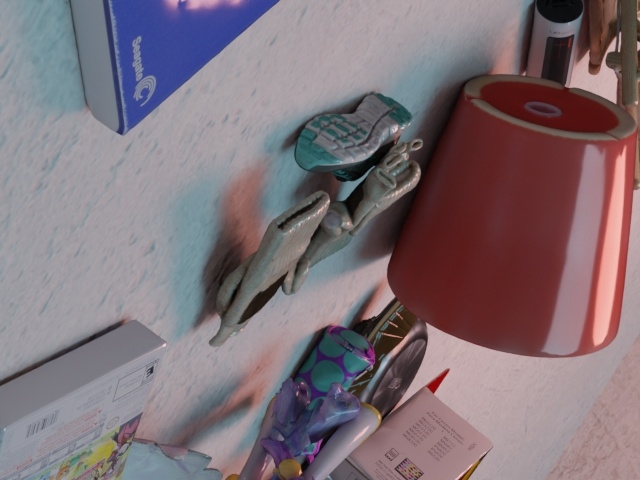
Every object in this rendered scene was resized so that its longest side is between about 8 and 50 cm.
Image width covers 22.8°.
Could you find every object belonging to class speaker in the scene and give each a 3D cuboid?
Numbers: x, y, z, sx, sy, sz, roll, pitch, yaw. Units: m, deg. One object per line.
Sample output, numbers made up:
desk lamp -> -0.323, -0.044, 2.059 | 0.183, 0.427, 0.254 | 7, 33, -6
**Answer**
speaker -> 0.268, -0.228, 1.827 | 0.055, 0.055, 0.136 | -46, 157, -24

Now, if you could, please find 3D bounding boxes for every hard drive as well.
hard drive -> -0.051, -0.241, 1.133 | 0.318, 0.040, 0.210 | -45, 157, -27

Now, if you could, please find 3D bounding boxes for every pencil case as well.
pencil case -> 0.001, 0.175, 1.822 | 0.152, 0.070, 0.064 | -59, 163, 12

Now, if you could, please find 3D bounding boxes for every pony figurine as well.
pony figurine -> -0.075, 0.300, 1.619 | 0.363, 0.303, 0.351 | -51, 173, -46

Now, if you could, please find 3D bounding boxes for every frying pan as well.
frying pan -> 0.040, 0.216, 2.006 | 0.326, 0.053, 0.197 | -52, 159, -19

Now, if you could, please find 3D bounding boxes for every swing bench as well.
swing bench -> 0.402, -0.239, 1.897 | 0.165, 0.255, 0.253 | -18, 156, 4

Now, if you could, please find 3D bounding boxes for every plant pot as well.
plant pot -> 0.226, -0.039, 1.761 | 0.275, 0.275, 0.243 | -25, 132, -53

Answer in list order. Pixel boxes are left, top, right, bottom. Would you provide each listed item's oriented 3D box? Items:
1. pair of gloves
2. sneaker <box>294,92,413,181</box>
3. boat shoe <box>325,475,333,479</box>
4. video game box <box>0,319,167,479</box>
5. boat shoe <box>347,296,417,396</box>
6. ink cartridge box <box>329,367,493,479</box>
pair of gloves -> 0.000, 0.000, 1.523 | 0.240, 0.042, 0.204 | -33, 168, -43
sneaker -> 0.027, -0.083, 1.513 | 0.166, 0.065, 0.076 | -25, 147, -51
boat shoe -> -0.006, 0.360, 1.863 | 0.096, 0.277, 0.098 | -34, 117, 10
video game box -> -0.232, 0.180, 1.356 | 0.205, 0.048, 0.187 | -26, 143, -52
boat shoe -> 0.060, 0.116, 1.893 | 0.152, 0.049, 0.056 | -51, 141, 0
ink cartridge box -> 0.090, 0.356, 2.142 | 0.272, 0.130, 0.309 | -33, 159, -47
